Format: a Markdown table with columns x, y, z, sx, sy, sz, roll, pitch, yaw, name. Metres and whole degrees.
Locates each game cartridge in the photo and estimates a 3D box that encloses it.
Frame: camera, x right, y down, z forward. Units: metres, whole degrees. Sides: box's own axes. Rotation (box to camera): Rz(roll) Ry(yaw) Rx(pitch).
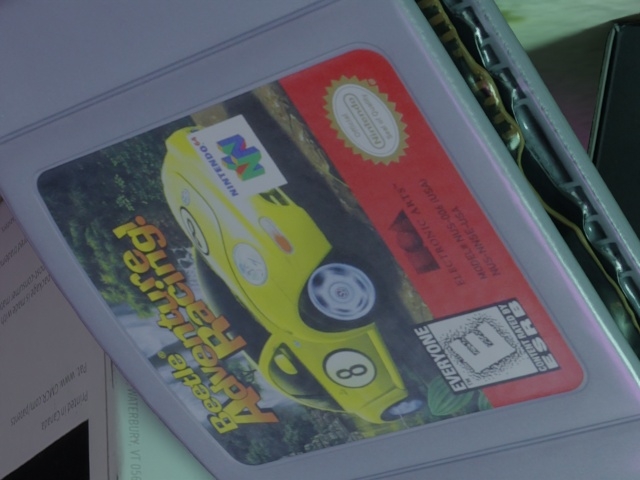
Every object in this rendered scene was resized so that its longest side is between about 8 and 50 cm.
| x | y | z | sx | sy | sz | roll | pitch | yaw | name |
| --- | --- | --- | --- | --- | --- | --- | --- | --- | --- |
| 0.000 | 0.000 | 0.651 | 0.196 | 0.060 | 0.294 | -17 | 117 | 39 | game cartridge |

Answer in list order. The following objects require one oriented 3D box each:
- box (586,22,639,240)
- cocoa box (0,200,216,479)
| x | y | z | sx | sy | sz | roll | pitch | yaw | name |
| --- | --- | --- | --- | --- | --- | --- | --- | --- | --- |
| 0.311 | 0.050 | 0.778 | 0.343 | 0.179 | 0.312 | 4 | 164 | 29 | box |
| -0.069 | 0.114 | 0.923 | 0.228 | 0.231 | 0.347 | 7 | 156 | -29 | cocoa box |
